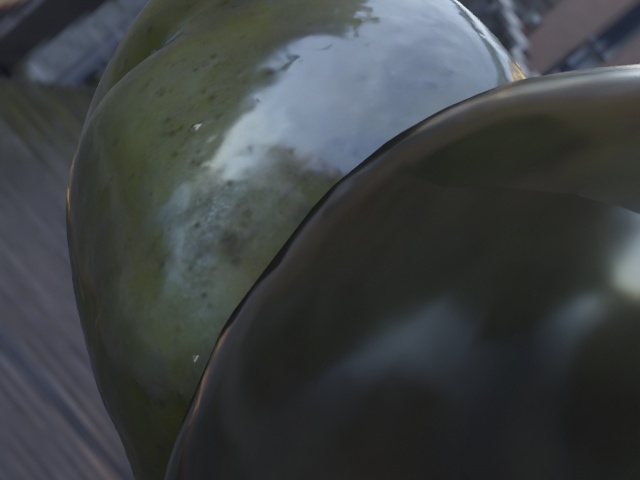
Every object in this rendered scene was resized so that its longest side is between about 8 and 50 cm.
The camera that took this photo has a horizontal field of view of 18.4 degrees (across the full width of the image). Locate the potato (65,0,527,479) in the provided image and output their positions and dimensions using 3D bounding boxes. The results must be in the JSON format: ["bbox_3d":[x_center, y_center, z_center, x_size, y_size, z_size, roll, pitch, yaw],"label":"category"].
[{"bbox_3d":[0.000,0.000,0.928,0.221,0.243,0.326,59,3,-37],"label":"potato"}]

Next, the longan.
[{"bbox_3d":[0.126,0.099,0.570,0.361,0.361,0.361,49,10,-12],"label":"longan"}]
